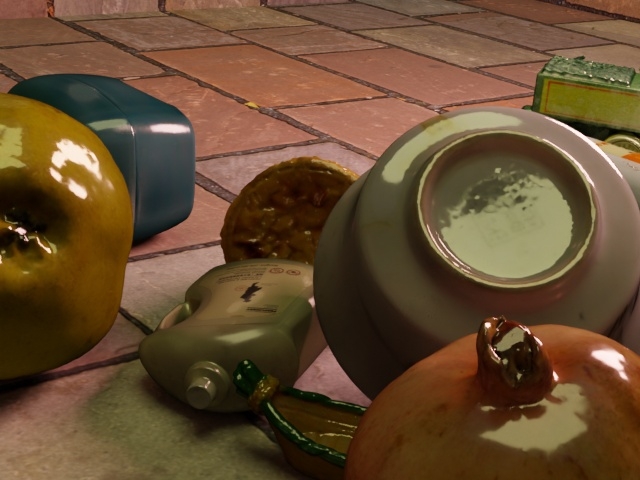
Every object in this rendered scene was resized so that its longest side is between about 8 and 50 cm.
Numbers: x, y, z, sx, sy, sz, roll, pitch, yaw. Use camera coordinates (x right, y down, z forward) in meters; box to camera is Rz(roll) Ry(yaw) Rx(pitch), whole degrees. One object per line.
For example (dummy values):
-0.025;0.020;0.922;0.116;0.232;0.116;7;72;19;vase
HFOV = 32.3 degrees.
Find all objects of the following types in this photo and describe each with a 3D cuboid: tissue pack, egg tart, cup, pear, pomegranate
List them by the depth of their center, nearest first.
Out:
0.139;0.168;0.752;0.252;0.270;0.229;-2;29;5;pomegranate
0.165;0.008;1.058;0.347;0.163;0.347;0;64;0;cup
-0.336;-0.002;1.118;0.287;0.287;0.375;-4;-4;-20;pear
0.000;0.000;1.300;0.202;0.202;0.147;10;8;14;egg tart
-0.316;-0.115;1.483;0.206;0.198;0.287;-11;28;-38;tissue pack

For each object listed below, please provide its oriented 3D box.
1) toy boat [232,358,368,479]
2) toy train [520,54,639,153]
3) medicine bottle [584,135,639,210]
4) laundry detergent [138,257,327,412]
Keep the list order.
0.029;0.166;0.980;0.229;0.088;0.089;9;23;12;toy boat
0.472;-0.207;1.883;0.271;0.188;0.159;14;24;18;toy train
0.404;-0.044;1.492;0.158;0.158;0.318;-12;27;-36;medicine bottle
-0.087;0.100;1.124;0.181;0.091;0.253;3;21;14;laundry detergent
